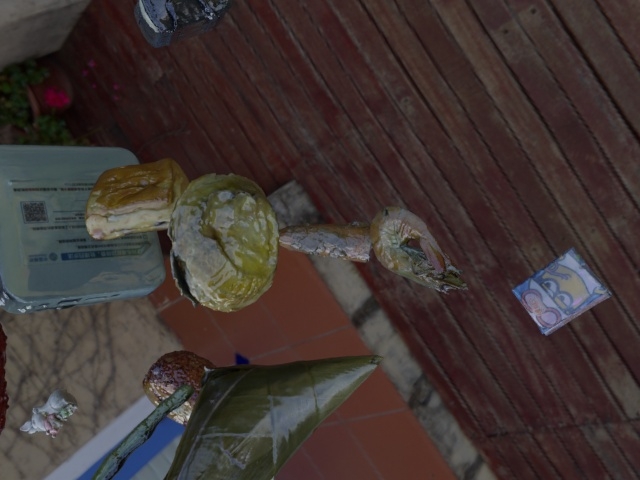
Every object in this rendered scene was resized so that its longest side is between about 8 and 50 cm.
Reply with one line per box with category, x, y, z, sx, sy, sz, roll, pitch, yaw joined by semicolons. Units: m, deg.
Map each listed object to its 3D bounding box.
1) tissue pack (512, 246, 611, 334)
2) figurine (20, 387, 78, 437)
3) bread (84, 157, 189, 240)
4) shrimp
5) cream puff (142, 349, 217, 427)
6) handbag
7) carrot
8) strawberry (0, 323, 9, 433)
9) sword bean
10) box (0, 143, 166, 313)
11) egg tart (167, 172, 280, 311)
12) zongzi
tissue pack;0.491;0.106;1.411;0.155;0.065;0.115;-38;61;15
figurine;-0.691;0.448;1.743;0.081;0.146;0.098;47;173;-24
bread;-0.381;-0.096;1.457;0.211;0.235;0.099;-10;118;-1
shrimp;0.194;0.024;1.368;0.267;0.061;0.145;41;131;42
cream puff;-0.341;0.379;1.777;0.240;0.163;0.240;14;141;12
handbag;-0.374;-0.646;1.871;0.181;0.255;0.181;67;159;-4
carrot;0.000;0.000;1.675;0.263;0.101;0.101;5;128;6
strawberry;-0.759;0.297;1.392;0.318;0.344;0.295;-18;131;42
sword bean;-0.363;0.397;1.422;0.038;0.269;0.043;23;153;52
box;-0.595;-0.035;1.660;0.111;0.396;0.396;-34;68;47
egg tart;-0.143;0.000;1.163;0.232;0.252;0.098;40;150;-30
zongzi;-0.066;0.282;0.976;0.300;0.273;0.145;-15;123;26
